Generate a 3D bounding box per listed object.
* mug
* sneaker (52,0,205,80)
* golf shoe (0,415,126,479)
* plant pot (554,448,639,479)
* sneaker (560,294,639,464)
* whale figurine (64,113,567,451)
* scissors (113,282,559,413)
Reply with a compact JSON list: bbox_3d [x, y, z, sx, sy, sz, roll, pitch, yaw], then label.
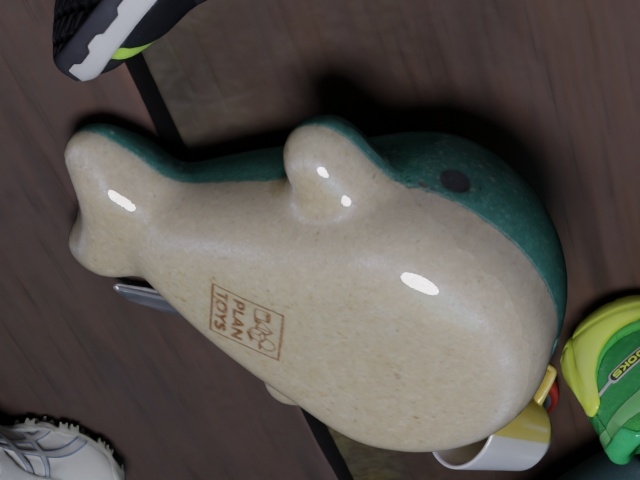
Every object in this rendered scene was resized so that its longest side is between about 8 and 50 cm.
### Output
[{"bbox_3d":[0.115,0.113,1.015,0.064,0.062,0.078,17,142,-35],"label":"mug"},{"bbox_3d":[-0.031,-0.137,0.718,0.097,0.084,0.235,25,132,-30],"label":"sneaker"},{"bbox_3d":[-0.201,0.151,1.047,0.176,0.086,0.069,30,129,-34],"label":"golf shoe"},{"bbox_3d":[0.231,0.242,1.071,0.290,0.290,0.195,13,103,-18],"label":"plant pot"},{"bbox_3d":[0.289,0.117,1.007,0.296,0.123,0.109,8,138,-13],"label":"sneaker"},{"bbox_3d":[0.000,0.000,0.872,0.272,0.141,0.216,19,141,12],"label":"whale figurine"},{"bbox_3d":[0.021,0.061,1.009,0.297,0.021,0.109,30,132,-31],"label":"scissors"}]
